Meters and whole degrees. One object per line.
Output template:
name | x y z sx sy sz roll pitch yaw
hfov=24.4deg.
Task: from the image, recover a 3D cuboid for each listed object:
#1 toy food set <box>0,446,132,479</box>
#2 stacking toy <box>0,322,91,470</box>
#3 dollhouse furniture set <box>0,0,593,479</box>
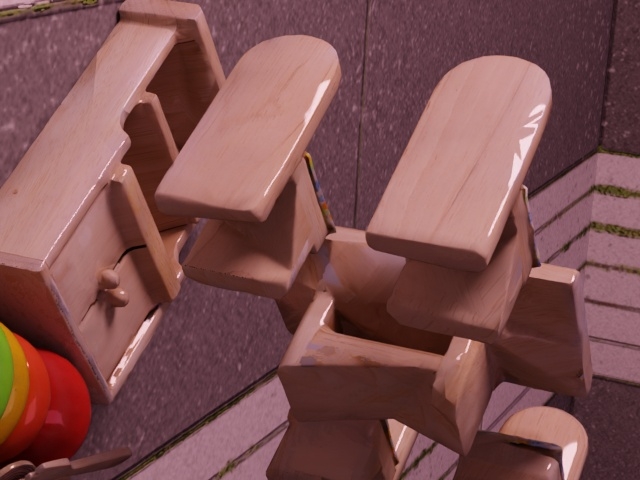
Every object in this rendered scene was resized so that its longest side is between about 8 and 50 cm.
toy food set | -0.221 0.172 0.945 0.038 0.192 0.132 58 18 13
stacking toy | -0.232 0.079 0.890 0.330 0.141 0.141 44 59 -70
dollhouse furniture set | 0.000 0.000 1.023 0.362 0.394 0.256 73 36 -47
